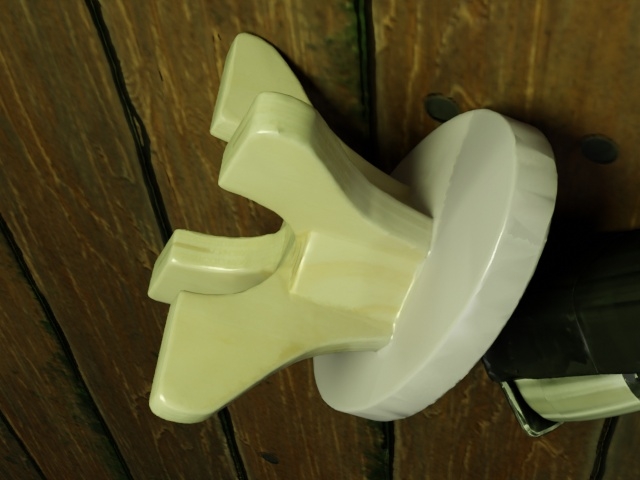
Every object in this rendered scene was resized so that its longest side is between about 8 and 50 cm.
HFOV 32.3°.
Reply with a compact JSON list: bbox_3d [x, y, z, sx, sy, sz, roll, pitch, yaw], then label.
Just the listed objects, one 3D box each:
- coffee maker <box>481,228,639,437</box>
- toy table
[{"bbox_3d":[0.184,0.037,0.671,0.178,0.120,0.171,-15,129,47],"label":"coffee maker"},{"bbox_3d":[0.000,0.000,0.671,0.161,0.252,0.274,17,141,-15],"label":"toy table"}]
